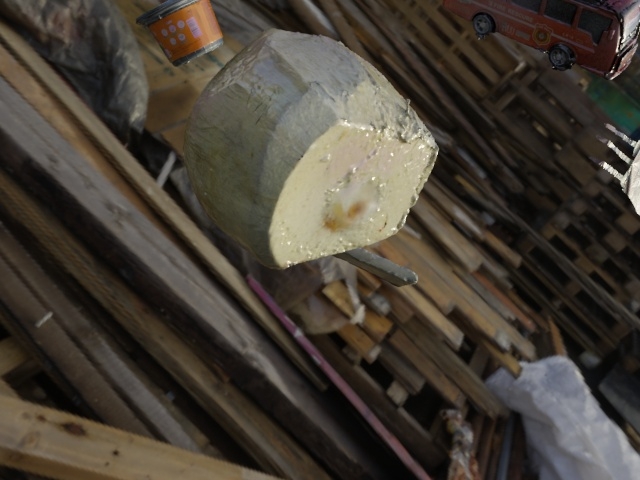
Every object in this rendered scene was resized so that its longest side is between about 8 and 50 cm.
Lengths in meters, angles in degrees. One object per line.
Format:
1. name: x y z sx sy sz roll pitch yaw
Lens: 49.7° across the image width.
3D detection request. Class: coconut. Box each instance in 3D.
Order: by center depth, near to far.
1. coconut: -0.029 -0.119 0.888 0.297 0.297 0.254 12 28 -45

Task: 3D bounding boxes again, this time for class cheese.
1. cheese: 0.001 -0.002 1.330 0.401 0.034 0.085 24 -12 -8

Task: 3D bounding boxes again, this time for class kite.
1. kite: 0.529 -0.126 1.181 0.230 0.127 0.016 17 3 -37

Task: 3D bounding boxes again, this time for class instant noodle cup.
1. instant noodle cup: -0.286 -0.452 1.480 0.178 0.208 0.125 -37 111 -29

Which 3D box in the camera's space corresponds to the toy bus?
1. toy bus: 0.257 -0.273 0.814 0.235 0.096 0.073 31 56 26
